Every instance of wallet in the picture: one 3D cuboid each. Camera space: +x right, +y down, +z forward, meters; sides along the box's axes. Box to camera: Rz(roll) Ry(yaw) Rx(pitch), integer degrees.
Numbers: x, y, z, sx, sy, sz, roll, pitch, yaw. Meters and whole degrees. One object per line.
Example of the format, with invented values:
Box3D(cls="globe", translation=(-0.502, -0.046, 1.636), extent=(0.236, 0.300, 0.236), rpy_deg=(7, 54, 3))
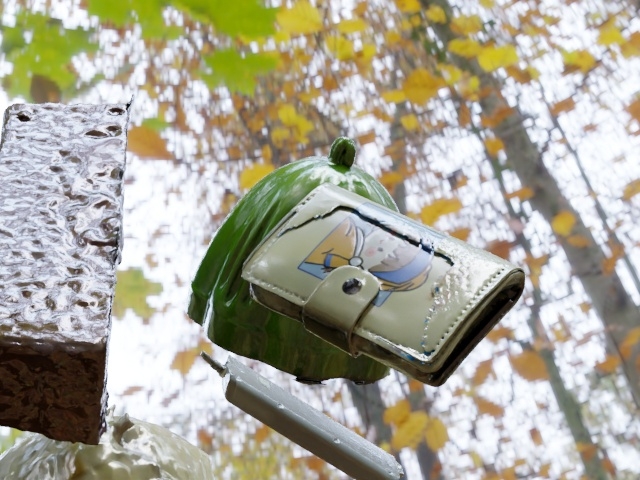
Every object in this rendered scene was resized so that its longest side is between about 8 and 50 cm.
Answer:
Box3D(cls="wallet", translation=(0.037, 0.023, 0.845), extent=(0.110, 0.155, 0.039), rpy_deg=(-45, -37, -31))

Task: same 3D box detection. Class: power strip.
Box3D(cls="power strip", translation=(-0.021, 0.185, 1.362), extent=(0.252, 0.060, 0.027), rpy_deg=(34, -76, -15))

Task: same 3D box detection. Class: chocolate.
Box3D(cls="chocolate", translation=(-0.207, 0.007, 1.016), extent=(0.111, 0.321, 0.112), rpy_deg=(6, -52, -9))

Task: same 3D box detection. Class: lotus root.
Box3D(cls="lotus root", translation=(0.000, 0.000, 1.032), extent=(0.186, 0.186, 0.186), rpy_deg=(-4, -55, -5))

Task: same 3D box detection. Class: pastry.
Box3D(cls="pastry", translation=(-0.216, 0.257, 1.086), extent=(0.256, 0.237, 0.170), rpy_deg=(-25, -49, 14))
